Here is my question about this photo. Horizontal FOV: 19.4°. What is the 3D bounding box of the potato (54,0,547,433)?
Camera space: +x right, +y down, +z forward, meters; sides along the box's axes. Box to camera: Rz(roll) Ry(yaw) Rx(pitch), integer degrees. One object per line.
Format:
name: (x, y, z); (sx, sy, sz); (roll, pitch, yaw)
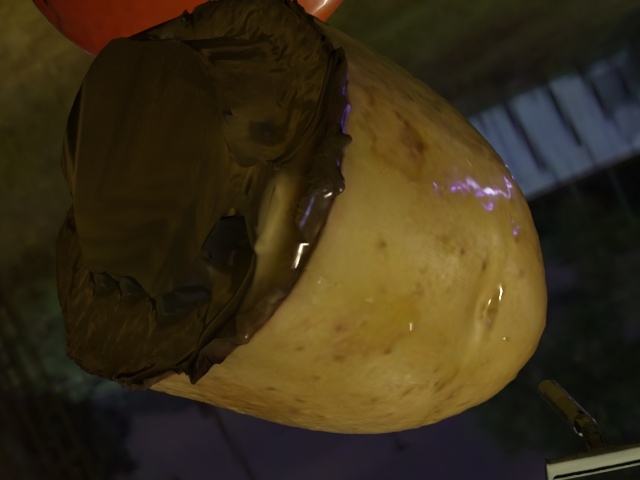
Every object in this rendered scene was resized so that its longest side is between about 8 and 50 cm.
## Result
potato: (0.000, 0.000, 0.978); (0.242, 0.242, 0.285); (-26, -164, -28)

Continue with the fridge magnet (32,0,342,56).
fridge magnet: (-0.109, -0.316, 1.582); (0.364, 0.363, 0.155); (-23, 175, 17)

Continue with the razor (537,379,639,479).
razor: (0.195, 0.136, 1.449); (0.084, 0.036, 0.211); (-10, -168, -2)
